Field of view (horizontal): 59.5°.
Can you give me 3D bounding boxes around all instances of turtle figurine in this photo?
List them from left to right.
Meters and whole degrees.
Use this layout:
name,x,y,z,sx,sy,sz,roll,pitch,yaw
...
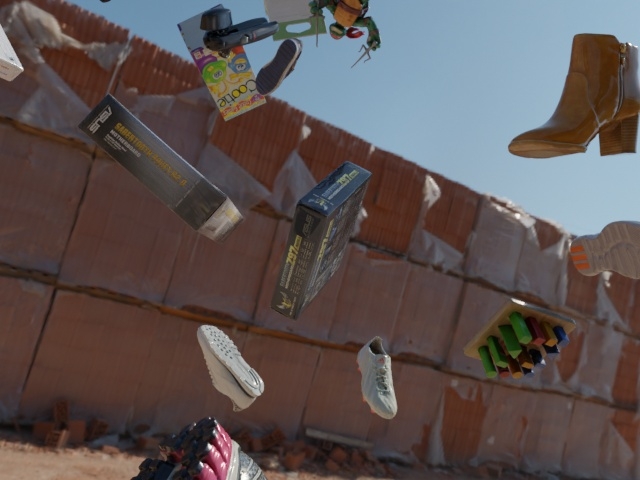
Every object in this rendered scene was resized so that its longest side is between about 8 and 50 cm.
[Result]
name,x,y,z,sx,sy,sz,roll,pitch,yaw
turtle figurine,0.060,-0.494,1.194,0.175,0.118,0.234,13,-40,-15

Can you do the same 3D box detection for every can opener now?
name,x,y,z,sx,sy,sz,roll,pitch,yaw
can opener,-0.133,-0.361,0.969,0.059,0.073,0.186,36,38,19

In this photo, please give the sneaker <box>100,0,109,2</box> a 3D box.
name,x,y,z,sx,sy,sz,roll,pitch,yaw
sneaker,-0.369,-0.430,0.916,0.170,0.074,0.063,11,-25,33

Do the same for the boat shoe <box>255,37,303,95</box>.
name,x,y,z,sx,sy,sz,roll,pitch,yaw
boat shoe,-0.101,-0.449,1.461,0.066,0.066,0.183,51,-51,1

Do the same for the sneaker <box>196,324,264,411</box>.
name,x,y,z,sx,sy,sz,roll,pitch,yaw
sneaker,-0.248,0.320,1.412,0.235,0.095,0.090,51,24,15

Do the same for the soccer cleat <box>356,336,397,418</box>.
name,x,y,z,sx,sy,sz,roll,pitch,yaw
soccer cleat,0.118,0.278,1.152,0.068,0.076,0.196,20,25,-20

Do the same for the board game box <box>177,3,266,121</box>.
name,x,y,z,sx,sy,sz,roll,pitch,yaw
board game box,-0.282,-0.510,1.631,0.142,0.144,0.275,-26,-32,-2

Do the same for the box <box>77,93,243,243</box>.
name,x,y,z,sx,sy,sz,roll,pitch,yaw
box,-0.195,-0.080,0.739,0.183,0.056,0.231,40,-5,1

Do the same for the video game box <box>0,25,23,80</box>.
name,x,y,z,sx,sy,sz,roll,pitch,yaw
video game box,-0.684,-0.419,1.056,0.205,0.048,0.187,58,9,14

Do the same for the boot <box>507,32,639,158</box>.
name,x,y,z,sx,sy,sz,roll,pitch,yaw
boot,0.443,-0.253,0.978,0.295,0.211,0.104,-5,2,-23

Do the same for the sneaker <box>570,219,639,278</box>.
name,x,y,z,sx,sy,sz,roll,pitch,yaw
sneaker,0.683,0.001,1.177,0.180,0.124,0.321,-15,0,-5

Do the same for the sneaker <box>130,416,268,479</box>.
name,x,y,z,sx,sy,sz,roll,pitch,yaw
sneaker,-0.100,0.257,0.352,0.121,0.299,0.112,-29,-70,32

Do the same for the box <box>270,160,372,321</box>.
name,x,y,z,sx,sy,sz,roll,pitch,yaw
box,0.000,0.000,0.966,0.059,0.232,0.183,26,37,13

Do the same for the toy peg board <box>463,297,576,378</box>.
name,x,y,z,sx,sy,sz,roll,pitch,yaw
toy peg board,0.397,0.214,1.094,0.161,0.161,0.079,19,35,-17

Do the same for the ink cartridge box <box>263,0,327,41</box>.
name,x,y,z,sx,sy,sz,roll,pitch,yaw
ink cartridge box,-0.083,-0.708,1.694,0.171,0.235,0.056,-11,-8,-5
